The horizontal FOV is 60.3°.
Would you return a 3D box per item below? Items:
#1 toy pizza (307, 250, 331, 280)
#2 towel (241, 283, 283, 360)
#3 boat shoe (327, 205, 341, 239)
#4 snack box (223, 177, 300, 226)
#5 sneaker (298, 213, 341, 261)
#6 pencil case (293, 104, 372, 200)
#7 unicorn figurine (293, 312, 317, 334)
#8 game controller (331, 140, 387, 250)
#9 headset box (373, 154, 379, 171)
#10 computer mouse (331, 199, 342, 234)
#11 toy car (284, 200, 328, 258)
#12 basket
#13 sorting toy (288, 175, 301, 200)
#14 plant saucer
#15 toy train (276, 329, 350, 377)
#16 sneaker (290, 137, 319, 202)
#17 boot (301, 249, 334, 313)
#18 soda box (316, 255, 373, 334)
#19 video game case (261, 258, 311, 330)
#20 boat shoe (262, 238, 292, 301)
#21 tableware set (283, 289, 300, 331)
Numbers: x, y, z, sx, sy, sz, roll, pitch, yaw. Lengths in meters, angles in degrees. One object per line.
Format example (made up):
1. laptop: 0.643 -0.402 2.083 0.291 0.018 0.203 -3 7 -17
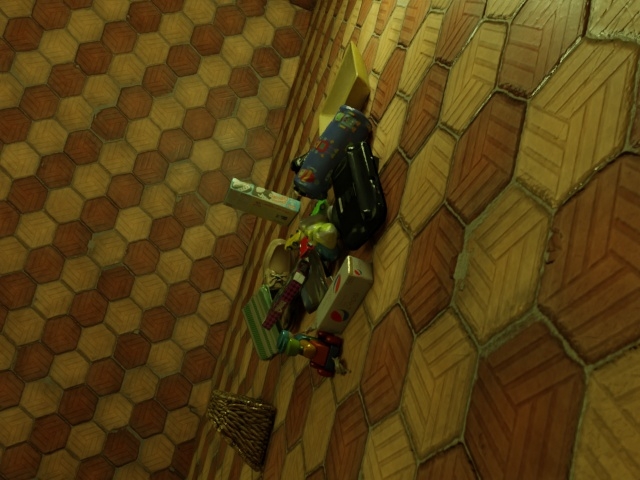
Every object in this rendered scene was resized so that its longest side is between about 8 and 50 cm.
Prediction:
1. toy pizza: 0.002 0.087 1.759 0.201 0.032 0.202 -163 90 -78
2. towel: -0.220 0.330 2.138 0.325 0.038 0.248 -47 61 58
3. boat shoe: 0.041 -0.054 1.738 0.142 0.049 0.040 -93 23 -48
4. snack box: -0.269 -0.170 2.503 0.187 0.321 0.060 135 151 -62
5. sneaker: 0.000 0.000 1.661 0.240 0.091 0.126 -128 19 -71
6. pencil case: 0.038 -0.261 1.700 0.119 0.133 0.306 30 87 44
7. unicorn figurine: -0.001 0.220 1.592 0.162 0.060 0.111 -60 11 -13
8. game controller: 0.097 -0.125 1.473 0.319 0.067 0.166 -98 30 -42
9. headset box: 0.133 -0.199 1.553 0.083 0.032 0.062 -33 43 54
10. computer mouse: 0.075 -0.127 1.637 0.188 0.072 0.272 125 157 -50
11. toy car: -0.028 -0.042 1.924 0.225 0.053 0.239 -60 20 -4
12. basket: -0.305 0.659 1.933 0.299 0.213 0.223 152 133 -71
13. sorting toy: -0.113 -0.243 2.592 0.208 0.038 0.193 122 160 -60
14. plant saucer: 0.090 -0.503 1.991 0.333 0.080 0.333 -91 21 -50
15. toy train: -0.023 0.284 1.403 0.248 0.143 0.105 -179 105 -76
16. sneaker: -0.035 -0.304 2.112 0.102 0.146 0.294 143 141 -67
17. boot: -0.022 0.113 1.561 0.106 0.082 0.219 -31 38 1
18. soda box: 0.059 0.143 1.401 0.074 0.069 0.216 -91 22 -50
19. video game case: -0.111 0.172 1.911 0.232 0.041 0.210 -55 6 28
20. boat shoe: -0.169 0.166 2.185 0.110 0.121 0.342 -147 62 -68
21. tableware set: -0.116 0.244 2.026 0.128 0.039 0.194 121 159 -47
